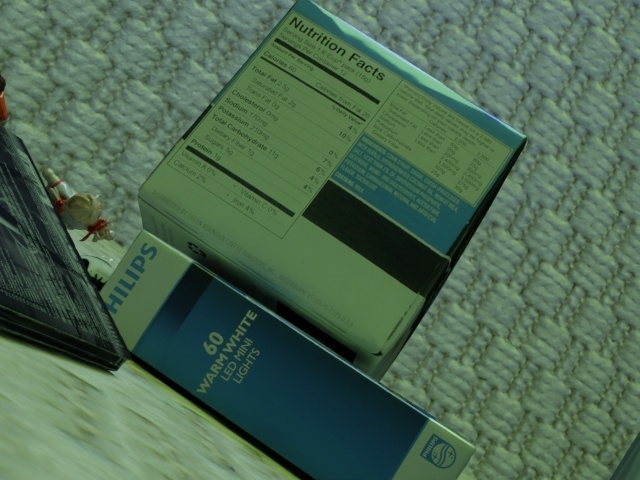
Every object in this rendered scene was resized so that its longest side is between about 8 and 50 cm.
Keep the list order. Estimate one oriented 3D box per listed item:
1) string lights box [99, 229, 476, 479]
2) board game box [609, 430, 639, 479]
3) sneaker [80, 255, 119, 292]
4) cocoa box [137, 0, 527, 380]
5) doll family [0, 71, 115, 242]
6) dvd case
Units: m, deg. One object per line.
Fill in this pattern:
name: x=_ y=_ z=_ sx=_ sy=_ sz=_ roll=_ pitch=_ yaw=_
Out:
string lights box: x=-0.023 y=0.101 z=0.734 sx=0.259 sy=0.077 sz=0.133 roll=32 pitch=-5 yaw=12
board game box: x=0.262 y=0.175 z=0.434 sx=0.303 sy=0.224 sz=0.097 roll=32 pitch=-6 yaw=12
sneaker: x=-0.179 y=0.043 z=0.911 sx=0.109 sy=0.040 sz=0.043 roll=26 pitch=8 yaw=39
cocoa box: x=0.000 y=0.000 z=0.966 sx=0.231 sy=0.228 sz=0.347 roll=33 pitch=-20 yaw=7
doll family: x=-0.338 y=-0.074 z=1.126 sx=0.263 sy=0.118 sz=0.163 roll=54 pitch=-17 yaw=-17
dvd case: x=-0.178 y=-0.025 z=0.514 sx=0.165 sy=0.018 sz=0.221 roll=59 pitch=5 yaw=23
